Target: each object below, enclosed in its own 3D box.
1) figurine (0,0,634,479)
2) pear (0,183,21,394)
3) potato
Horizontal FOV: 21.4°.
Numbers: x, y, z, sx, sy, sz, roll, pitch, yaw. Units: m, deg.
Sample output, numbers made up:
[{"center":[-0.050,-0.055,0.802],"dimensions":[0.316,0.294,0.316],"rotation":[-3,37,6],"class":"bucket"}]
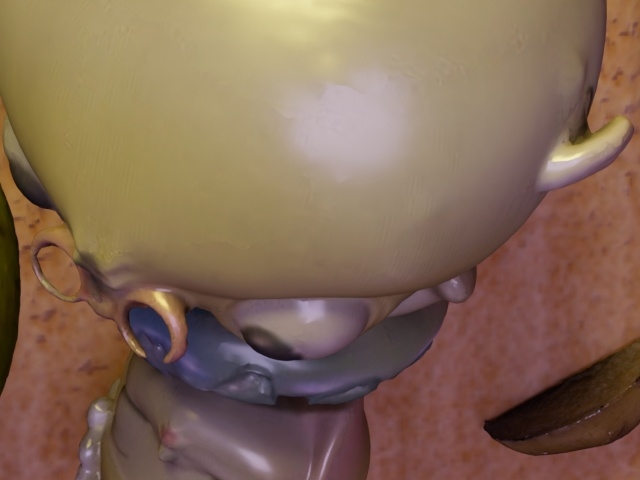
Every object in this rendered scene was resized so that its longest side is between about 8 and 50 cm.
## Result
[{"center":[0.000,0.000,0.652],"dimensions":[0.227,0.274,0.394],"rotation":[34,135,24],"class":"figurine"},{"center":[-0.239,0.016,0.546],"dimensions":[0.282,0.286,0.176],"rotation":[7,116,29],"class":"pear"},{"center":[0.126,0.082,0.775],"dimensions":[0.093,0.037,0.036],"rotation":[-30,117,5],"class":"potato"}]
